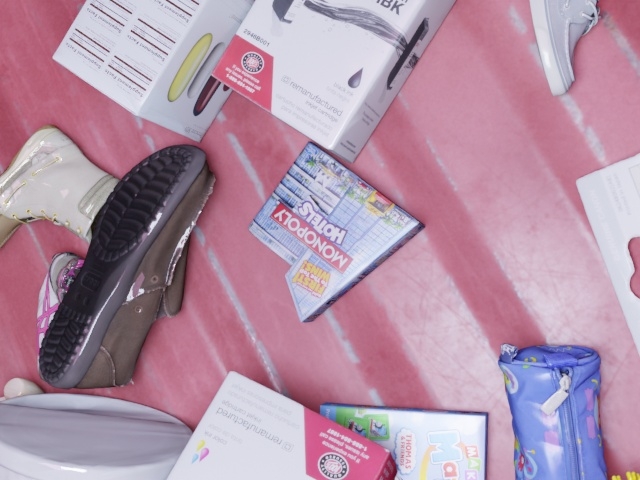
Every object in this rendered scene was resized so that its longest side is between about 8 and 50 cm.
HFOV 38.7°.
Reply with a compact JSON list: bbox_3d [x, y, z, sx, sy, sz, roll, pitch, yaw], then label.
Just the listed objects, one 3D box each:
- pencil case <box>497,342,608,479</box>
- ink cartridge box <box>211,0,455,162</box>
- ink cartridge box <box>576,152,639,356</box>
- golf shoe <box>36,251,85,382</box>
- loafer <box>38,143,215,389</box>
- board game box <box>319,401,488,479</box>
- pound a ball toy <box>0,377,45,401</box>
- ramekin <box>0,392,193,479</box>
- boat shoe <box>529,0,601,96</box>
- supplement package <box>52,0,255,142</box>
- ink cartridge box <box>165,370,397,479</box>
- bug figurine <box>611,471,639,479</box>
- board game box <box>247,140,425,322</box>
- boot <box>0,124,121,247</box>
[{"bbox_3d":[0.277,0.268,1.053,0.120,0.133,0.306,-4,86,2],"label":"pencil case"},{"bbox_3d":[0.022,-0.269,1.169,0.197,0.114,0.272,34,95,16],"label":"ink cartridge box"},{"bbox_3d":[0.533,0.000,1.043,0.385,0.091,0.308,-23,81,30],"label":"ink cartridge box"},{"bbox_3d":[-0.366,0.108,1.288,0.086,0.068,0.186,20,97,48],"label":"golf shoe"},{"bbox_3d":[-0.244,0.040,1.234,0.134,0.130,0.365,29,89,47],"label":"loafer"},{"bbox_3d":[0.102,0.291,1.148,0.212,0.039,0.160,0,86,15],"label":"board game box"},{"bbox_3d":[-0.514,0.345,1.289,0.319,0.135,0.208,-20,56,14],"label":"pound a ball toy"},{"bbox_3d":[-0.297,0.293,1.146,0.273,0.273,0.127,12,96,16],"label":"ramekin"},{"bbox_3d":[0.300,-0.292,1.111,0.081,0.079,0.227,-7,81,20],"label":"boat shoe"},{"bbox_3d":[-0.196,-0.264,1.189,0.149,0.194,0.203,35,96,16],"label":"supplement package"},{"bbox_3d":[-0.078,0.341,1.058,0.226,0.131,0.306,24,68,17],"label":"ink cartridge box"},{"bbox_3d":[0.431,0.356,1.003,0.216,0.072,0.278,-5,85,-17],"label":"bug figurine"},{"bbox_3d":[0.000,0.000,1.186,0.194,0.060,0.194,37,96,15],"label":"board game box"},{"bbox_3d":[-0.385,-0.036,1.290,0.165,0.077,0.213,37,93,13],"label":"boot"}]
